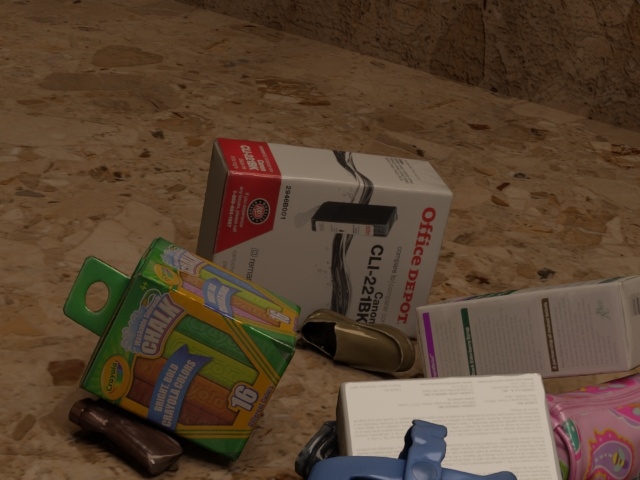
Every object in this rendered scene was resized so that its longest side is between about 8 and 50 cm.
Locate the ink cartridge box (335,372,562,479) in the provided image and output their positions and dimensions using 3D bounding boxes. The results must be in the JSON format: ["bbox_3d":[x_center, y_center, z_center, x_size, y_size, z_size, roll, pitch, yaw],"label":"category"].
[{"bbox_3d":[0.116,0.228,1.143,0.189,0.066,0.232,-2,58,-5],"label":"ink cartridge box"}]

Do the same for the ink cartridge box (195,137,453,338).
[{"bbox_3d":[0.000,0.000,1.555,0.272,0.197,0.114,4,23,-16],"label":"ink cartridge box"}]

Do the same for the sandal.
[{"bbox_3d":[0.025,0.229,1.022,0.317,0.126,0.138,-10,48,-33],"label":"sandal"}]

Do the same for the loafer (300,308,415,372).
[{"bbox_3d":[0.038,0.118,1.478,0.148,0.056,0.050,13,19,34],"label":"loafer"}]

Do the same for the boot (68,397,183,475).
[{"bbox_3d":[-0.165,0.177,1.246,0.114,0.037,0.106,24,25,24],"label":"boot"}]

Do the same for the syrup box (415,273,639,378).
[{"bbox_3d":[0.229,0.099,1.416,0.236,0.096,0.093,-8,-1,31],"label":"syrup box"}]

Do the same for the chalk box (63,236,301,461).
[{"bbox_3d":[-0.142,0.091,1.259,0.213,0.132,0.132,25,15,-5],"label":"chalk box"}]

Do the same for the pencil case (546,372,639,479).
[{"bbox_3d":[0.297,0.191,1.327,0.284,0.124,0.124,-8,28,-39],"label":"pencil case"}]

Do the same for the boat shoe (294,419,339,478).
[{"bbox_3d":[0.054,0.193,1.268,0.083,0.065,0.183,26,27,24],"label":"boat shoe"}]
